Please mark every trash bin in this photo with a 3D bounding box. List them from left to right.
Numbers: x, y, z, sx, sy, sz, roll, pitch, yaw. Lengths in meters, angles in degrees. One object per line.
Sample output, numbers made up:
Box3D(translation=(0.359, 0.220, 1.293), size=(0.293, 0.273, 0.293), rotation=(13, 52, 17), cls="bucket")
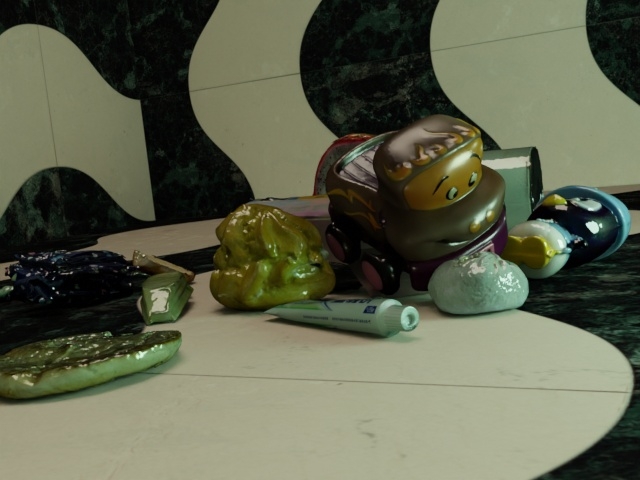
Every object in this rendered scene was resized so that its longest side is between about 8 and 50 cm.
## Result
Box3D(translation=(0.391, -0.108, 1.833), size=(0.263, 0.217, 0.277), rotation=(-3, 17, 24), cls="trash bin")

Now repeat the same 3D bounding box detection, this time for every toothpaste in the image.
Box3D(translation=(0.025, 0.101, 1.061), size=(0.075, 0.048, 0.297), rotation=(-10, 4, -35), cls="toothpaste")

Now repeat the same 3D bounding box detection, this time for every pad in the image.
Box3D(translation=(0.111, 0.054, 1.305), size=(0.113, 0.006, 0.188), rotation=(-7, 26, -16), cls="pad")

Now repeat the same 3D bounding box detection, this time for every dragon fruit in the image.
Box3D(translation=(0.148, -0.126, 1.992), size=(0.305, 0.305, 0.226), rotation=(0, 1, 44), cls="dragon fruit")

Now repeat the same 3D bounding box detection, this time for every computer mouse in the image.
Box3D(translation=(0.035, 0.067, 1.350), size=(0.135, 0.047, 0.079), rotation=(11, 8, 32), cls="computer mouse")

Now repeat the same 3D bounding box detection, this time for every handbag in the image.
Box3D(translation=(-0.493, 0.073, 1.522), size=(0.162, 0.113, 0.260), rotation=(5, 3, 29), cls="handbag")

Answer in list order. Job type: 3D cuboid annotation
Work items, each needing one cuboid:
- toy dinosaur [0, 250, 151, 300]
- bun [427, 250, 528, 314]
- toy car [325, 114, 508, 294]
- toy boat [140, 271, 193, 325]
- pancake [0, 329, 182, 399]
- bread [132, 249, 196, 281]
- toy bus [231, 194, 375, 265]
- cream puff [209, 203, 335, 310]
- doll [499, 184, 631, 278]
Box3D(translation=(-0.548, 0.067, 1.713), size=(0.383, 0.076, 0.129), rotation=(-12, 38, -1), cls="toy dinosaur")
Box3D(translation=(0.224, 0.056, 1.085), size=(0.141, 0.083, 0.141), rotation=(-6, 3, 0), cls="bun")
Box3D(translation=(0.143, -0.086, 1.238), size=(0.271, 0.240, 0.341), rotation=(-31, 37, -20), cls="toy car")
Box3D(translation=(-0.275, 0.094, 1.357), size=(0.093, 0.055, 0.293), rotation=(-9, 6, -6), cls="toy boat")
Box3D(translation=(-0.302, 0.149, 0.956), size=(0.254, 0.037, 0.253), rotation=(-7, 6, 1), cls="pancake")
Box3D(translation=(-0.342, 0.063, 1.646), size=(0.129, 0.044, 0.126), rotation=(27, -7, -33), cls="bread")
Box3D(translation=(0.000, 0.000, 1.526), size=(0.386, 0.171, 0.162), rotation=(-3, 17, 25), cls="toy bus")
Box3D(translation=(-0.099, 0.026, 1.279), size=(0.221, 0.194, 0.195), rotation=(-4, 5, 45), cls="cream puff")
Box3D(translation=(0.431, -0.020, 1.332), size=(0.177, 0.141, 0.314), rotation=(1, 14, 44), cls="doll")
